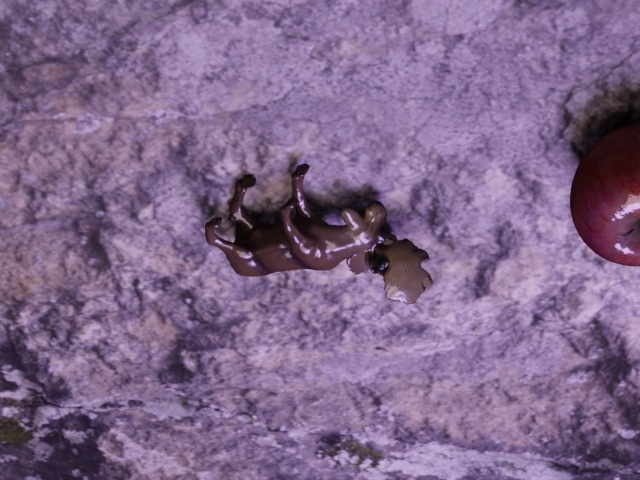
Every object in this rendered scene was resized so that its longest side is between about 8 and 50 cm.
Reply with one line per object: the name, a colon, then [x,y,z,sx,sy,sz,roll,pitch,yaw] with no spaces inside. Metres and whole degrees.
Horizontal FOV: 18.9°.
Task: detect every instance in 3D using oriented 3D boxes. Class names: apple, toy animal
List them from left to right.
toy animal: [0.000,0.000,2.049,0.214,0.094,0.186,-10,133,25]
apple: [0.327,-0.049,1.942,0.153,0.120,0.153,-3,137,-2]
